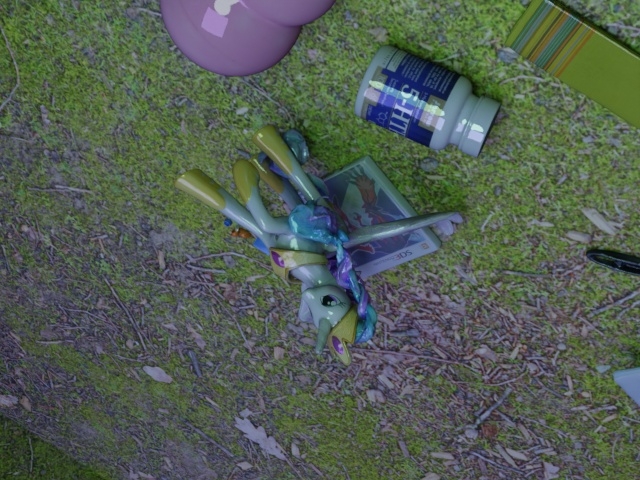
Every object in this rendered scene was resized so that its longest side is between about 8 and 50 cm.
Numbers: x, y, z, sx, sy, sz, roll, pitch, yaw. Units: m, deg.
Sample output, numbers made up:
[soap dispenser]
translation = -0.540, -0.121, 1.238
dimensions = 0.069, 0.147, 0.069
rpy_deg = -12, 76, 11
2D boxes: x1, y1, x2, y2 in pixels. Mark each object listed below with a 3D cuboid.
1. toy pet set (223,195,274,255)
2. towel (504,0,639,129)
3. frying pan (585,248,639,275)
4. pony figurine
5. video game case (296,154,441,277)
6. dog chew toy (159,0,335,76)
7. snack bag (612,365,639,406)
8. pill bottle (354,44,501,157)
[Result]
[toy pet set]
translation = -0.121, -0.016, 1.821
dimensions = 0.114, 0.065, 0.122
rpy_deg = 33, 140, -1
[towel]
translation = 0.363, -0.232, 1.347
dimensions = 0.237, 0.021, 0.102
rpy_deg = 32, 145, -1
[frying pan]
translation = 0.569, 0.056, 1.480
dimensions = 0.326, 0.053, 0.197
rpy_deg = 28, 139, 0
[pony figurine]
translation = 0.000, 0.000, 1.554
dimensions = 0.363, 0.351, 0.303
rpy_deg = 52, 122, 10
[video game case]
translation = 0.075, -0.034, 1.714
dimensions = 0.183, 0.023, 0.201
rpy_deg = -24, 114, 44
[dog chew toy]
translation = -0.063, -0.361, 1.361
dimensions = 0.331, 0.207, 0.206
rpy_deg = -30, 111, 37
[snack bag]
translation = 0.672, 0.266, 1.602
dimensions = 0.342, 0.037, 0.323
rpy_deg = 41, 140, -20
[pill bottle]
translation = 0.152, -0.192, 1.445
dimensions = 0.186, 0.112, 0.112
rpy_deg = 24, 138, 9
